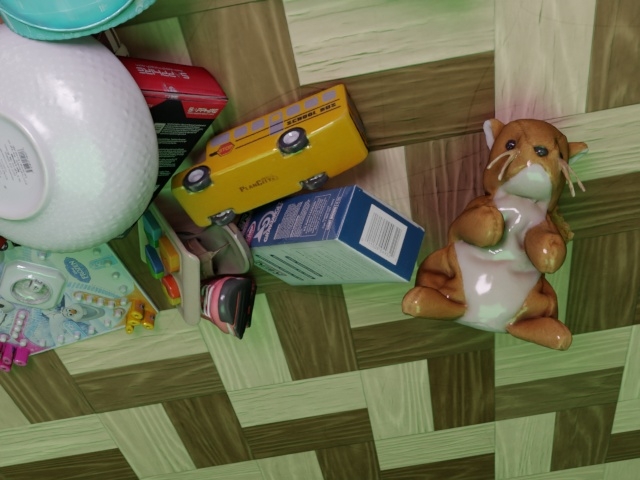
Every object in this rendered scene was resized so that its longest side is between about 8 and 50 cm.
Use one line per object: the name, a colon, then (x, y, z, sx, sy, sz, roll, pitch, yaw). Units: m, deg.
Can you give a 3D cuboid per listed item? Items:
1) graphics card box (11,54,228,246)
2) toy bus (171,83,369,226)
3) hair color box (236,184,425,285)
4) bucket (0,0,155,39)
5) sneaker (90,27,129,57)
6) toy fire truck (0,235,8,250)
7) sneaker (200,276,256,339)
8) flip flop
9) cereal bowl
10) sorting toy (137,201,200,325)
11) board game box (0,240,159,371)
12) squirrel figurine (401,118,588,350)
graphics card box: (-0.346, -0.138, 1.285, 0.233, 0.094, 0.371, -7, 147, -51)
toy bus: (-0.089, -0.143, 1.353, 0.332, 0.130, 0.108, -20, 134, 13)
hair color box: (0.000, 0.000, 1.401, 0.174, 0.105, 0.347, 31, 159, -31)
bucket: (-0.328, -0.397, 0.993, 0.281, 0.281, 0.183, -10, 137, 3)
sneaker: (-0.448, -0.305, 1.189, 0.281, 0.106, 0.162, -16, 127, -3)
toy fire truck: (-0.618, -0.041, 1.421, 0.192, 0.135, 0.047, -53, 167, 3)
sneaker: (-0.205, 0.127, 1.534, 0.136, 0.116, 0.314, 9, 174, 0)
flip flop: (-0.224, 0.028, 1.460, 0.277, 0.080, 0.112, -5, 117, 45)
cereal bowl: (-0.405, -0.128, 1.091, 0.339, 0.141, 0.339, 9, 116, 18)
sorting toy: (-0.292, 0.038, 1.470, 0.038, 0.208, 0.193, -24, 142, -29)
board game box: (-0.589, 0.102, 1.591, 0.390, 0.050, 0.390, -17, 134, 10)
squirrel figurine: (0.335, -0.028, 1.413, 0.281, 0.397, 0.370, 13, 92, 12)
